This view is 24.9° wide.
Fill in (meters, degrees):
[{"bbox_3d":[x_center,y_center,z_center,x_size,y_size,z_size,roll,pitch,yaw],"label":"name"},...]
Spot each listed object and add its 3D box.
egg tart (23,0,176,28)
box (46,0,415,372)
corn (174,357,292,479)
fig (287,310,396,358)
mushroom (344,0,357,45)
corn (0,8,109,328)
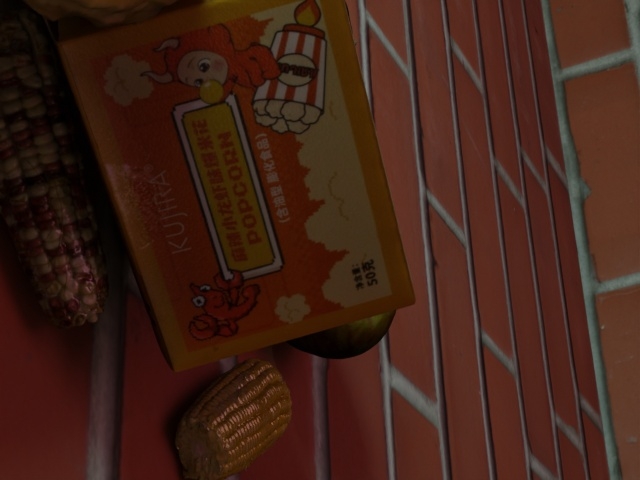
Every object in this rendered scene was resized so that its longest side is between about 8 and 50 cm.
[{"bbox_3d":[-0.251,-0.303,0.911,0.443,0.178,0.443,40,33,-32],"label":"egg tart"},{"bbox_3d":[-0.075,-0.097,1.133,0.259,0.214,0.283,-106,180,-62],"label":"box"},{"bbox_3d":[-0.076,0.161,1.291,0.165,0.063,0.085,-36,134,-66],"label":"corn"},{"bbox_3d":[0.000,0.000,1.458,0.149,0.149,0.245,-55,136,-64],"label":"fig"},{"bbox_3d":[-0.083,-0.167,1.397,0.208,0.233,0.302,49,-1,-1],"label":"mushroom"},{"bbox_3d":[-0.208,-0.052,1.069,0.079,0.079,0.237,-30,106,-69],"label":"corn"}]
